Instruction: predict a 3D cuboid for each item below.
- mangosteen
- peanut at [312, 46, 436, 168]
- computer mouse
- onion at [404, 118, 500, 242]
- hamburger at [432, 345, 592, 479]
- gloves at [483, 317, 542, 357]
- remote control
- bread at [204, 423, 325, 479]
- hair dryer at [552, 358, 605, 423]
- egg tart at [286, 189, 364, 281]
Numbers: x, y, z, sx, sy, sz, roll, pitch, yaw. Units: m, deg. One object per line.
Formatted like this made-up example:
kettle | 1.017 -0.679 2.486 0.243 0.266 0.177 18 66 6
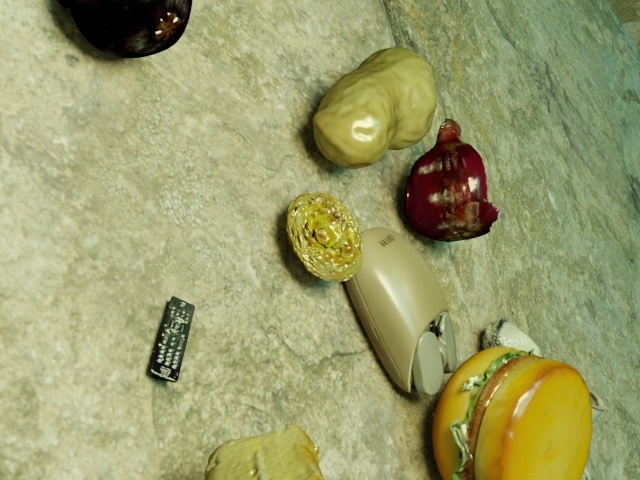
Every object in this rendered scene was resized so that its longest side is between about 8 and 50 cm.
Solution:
mangosteen | -0.214 -0.268 0.877 0.151 0.137 0.137 35 32 16
peanut | 0.091 -0.194 1.205 0.148 0.147 0.319 58 33 -11
computer mouse | 0.115 0.091 1.125 0.145 0.082 0.237 -27 92 -55
onion | 0.188 -0.092 1.274 0.173 0.135 0.198 80 -1 -68
hamburger | 0.246 0.260 1.115 0.246 0.170 0.246 -8 103 -40
gloves | 0.310 0.202 1.327 0.153 0.070 0.114 56 43 -14
remote control | -0.151 0.100 0.829 0.034 0.016 0.091 27 49 -22
bread | -0.017 0.311 0.688 0.239 0.111 0.246 -122 -164 -75
hair dryer | 0.400 0.267 1.397 0.073 0.131 0.236 29 20 -3
egg tart | 0.000 0.000 1.045 0.128 0.049 0.129 24 51 -33
